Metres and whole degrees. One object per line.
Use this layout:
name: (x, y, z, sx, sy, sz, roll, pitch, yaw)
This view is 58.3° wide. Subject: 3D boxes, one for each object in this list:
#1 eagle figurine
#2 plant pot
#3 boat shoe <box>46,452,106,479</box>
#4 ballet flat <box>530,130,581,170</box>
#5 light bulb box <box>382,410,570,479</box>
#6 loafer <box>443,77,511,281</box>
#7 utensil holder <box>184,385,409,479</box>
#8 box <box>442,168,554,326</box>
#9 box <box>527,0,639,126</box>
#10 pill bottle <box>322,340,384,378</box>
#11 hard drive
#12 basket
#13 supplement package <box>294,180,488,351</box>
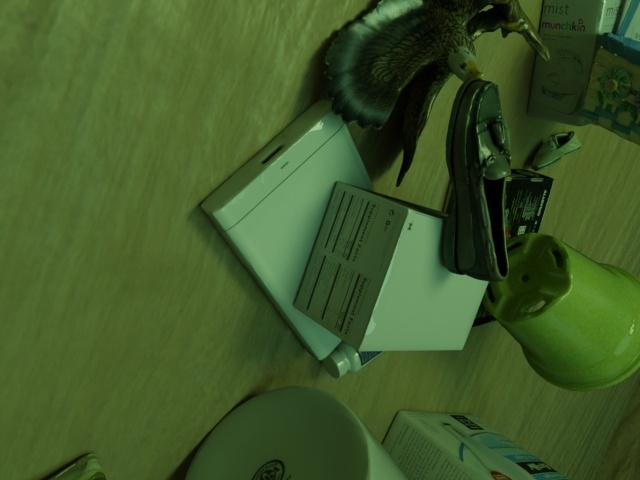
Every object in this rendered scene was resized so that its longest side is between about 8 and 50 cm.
eagle figurine: (0.158, -0.254, 0.826, 0.298, 0.225, 0.226, -38, 95, 15)
plant pot: (0.449, 0.116, 1.100, 0.254, 0.276, 0.276, 33, 87, -33)
boat shoe: (-0.353, 0.328, 0.727, 0.153, 0.048, 0.056, -28, 139, -22)
ballet flat: (0.500, -0.196, 1.235, 0.168, 0.057, 0.052, -26, 97, -35)
light bulb box: (0.346, 0.563, 1.231, 0.358, 0.361, 0.225, 19, 96, -45)
loafer: (0.220, -0.073, 0.749, 0.096, 0.084, 0.267, -19, 117, -37)
utensil holder: (0.004, 0.459, 0.913, 0.327, 0.328, 0.385, -45, 130, -17)
box: (0.335, 0.017, 1.162, 0.257, 0.079, 0.321, -5, 113, -39)
box: (0.551, -0.369, 1.134, 0.262, 0.127, 0.231, -21, 122, -33)
pill bottle: (0.063, 0.190, 1.008, 0.120, 0.067, 0.067, -28, 126, -30)
hard drive: (0.000, 0.000, 0.876, 0.233, 0.047, 0.353, -45, 133, -17)
basket: (0.595, -0.294, 0.945, 0.201, 0.255, 0.289, -1, 123, -37)
supplement package: (0.127, 0.047, 0.876, 0.262, 0.145, 0.204, 11, 102, -44)
